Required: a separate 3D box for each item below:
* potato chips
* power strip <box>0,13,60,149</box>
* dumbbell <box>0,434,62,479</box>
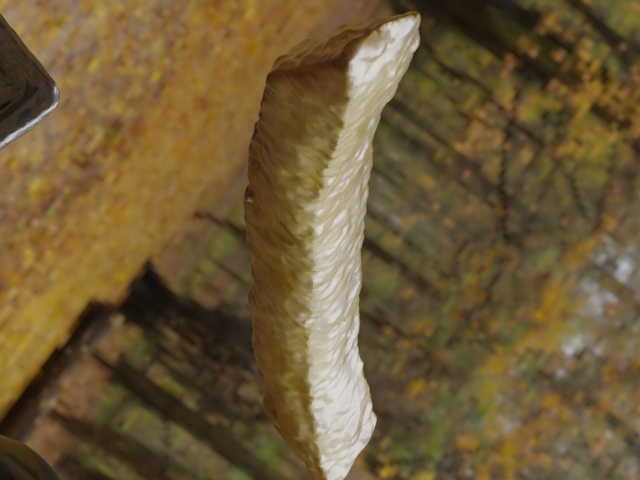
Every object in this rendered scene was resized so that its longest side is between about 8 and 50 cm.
[{"bbox_3d":[0.000,0.000,0.859,0.057,0.080,0.407,-38,158,-21],"label":"potato chips"},{"bbox_3d":[-0.341,-0.121,1.183,0.257,0.251,0.092,-38,158,-16],"label":"power strip"},{"bbox_3d":[-0.211,0.154,0.789,0.192,0.192,0.290,-54,162,-6],"label":"dumbbell"}]
